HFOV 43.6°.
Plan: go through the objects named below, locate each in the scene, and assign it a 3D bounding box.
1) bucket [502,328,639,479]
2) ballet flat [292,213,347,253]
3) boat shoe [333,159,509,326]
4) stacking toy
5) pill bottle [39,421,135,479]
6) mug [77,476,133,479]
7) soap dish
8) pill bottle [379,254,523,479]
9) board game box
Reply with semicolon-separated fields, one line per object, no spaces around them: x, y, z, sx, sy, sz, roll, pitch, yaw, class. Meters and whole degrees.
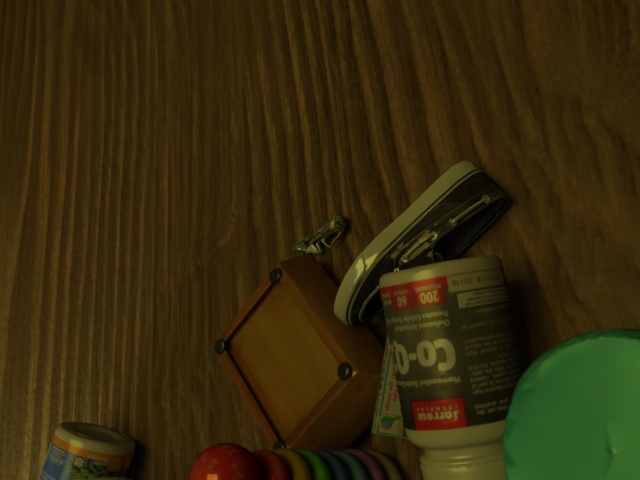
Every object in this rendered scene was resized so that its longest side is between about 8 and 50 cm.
0.345;0.231;0.869;0.281;0.183;0.281;-14;67;37;bucket
0.000;0.000;1.334;0.114;0.041;0.041;-35;56;28;ballet flat
0.147;0.025;1.151;0.301;0.108;0.102;-45;57;2;boat shoe
-0.037;0.327;1.055;0.141;0.330;0.141;-22;57;38;stacking toy
-0.452;0.487;1.480;0.152;0.152;0.272;12;84;42;pill bottle
-0.366;0.539;1.226;0.276;0.374;0.328;-12;63;0;mug
-0.030;0.189;1.244;0.229;0.118;0.291;-51;52;16;soap dish
0.175;0.170;1.016;0.161;0.161;0.283;-14;82;36;pill bottle
0.135;0.200;1.117;0.026;0.103;0.154;138;144;-78;board game box
